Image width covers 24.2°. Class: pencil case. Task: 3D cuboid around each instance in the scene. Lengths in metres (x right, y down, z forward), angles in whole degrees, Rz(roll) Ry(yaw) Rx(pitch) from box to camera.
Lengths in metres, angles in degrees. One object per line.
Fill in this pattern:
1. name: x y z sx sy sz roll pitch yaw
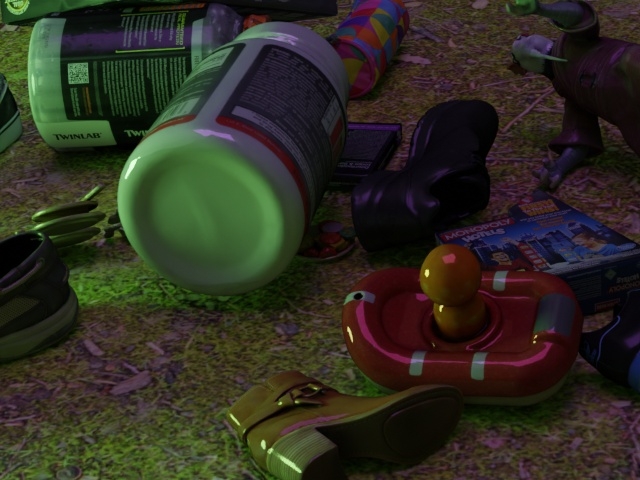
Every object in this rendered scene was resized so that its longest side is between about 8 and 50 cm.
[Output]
1. pencil case: 0.060 -0.293 2.204 0.104 0.104 0.236 4 28 18

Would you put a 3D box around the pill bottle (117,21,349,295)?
1. pill bottle: -0.083 -0.110 1.735 0.210 0.210 0.363 2 30 14

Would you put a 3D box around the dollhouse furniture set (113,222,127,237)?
1. dollhouse furniture set: -0.189 -0.050 1.808 0.091 0.081 0.114 20 37 39

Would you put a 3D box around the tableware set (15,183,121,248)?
1. tableware set: -0.295 -0.024 1.717 0.128 0.039 0.194 -13 -6 -14

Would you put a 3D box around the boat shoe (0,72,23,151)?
1. boat shoe: -0.493 -0.140 2.008 0.113 0.105 0.306 5 30 20

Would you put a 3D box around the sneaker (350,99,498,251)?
1. sneaker: 0.155 -0.076 1.755 0.130 0.109 0.286 0 35 37

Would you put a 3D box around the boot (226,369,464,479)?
1. boot: 0.020 0.158 1.395 0.197 0.073 0.152 -17 26 -26

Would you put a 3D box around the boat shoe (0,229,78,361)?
1. boat shoe: -0.423 0.083 1.550 0.355 0.130 0.132 -26 34 -34

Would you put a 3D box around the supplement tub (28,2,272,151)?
1. supplement tub: -0.220 -0.221 2.017 0.316 0.194 0.193 -2 28 7

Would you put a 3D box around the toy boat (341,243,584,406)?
1. toy boat: 0.130 0.065 1.432 0.231 0.151 0.151 0 43 20

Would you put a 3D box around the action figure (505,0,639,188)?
1. action figure: 0.373 -0.206 1.823 0.275 0.248 0.370 -20 34 -27

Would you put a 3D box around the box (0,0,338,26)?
1. box: -0.217 -0.366 2.182 0.318 0.097 0.395 -4 0 40

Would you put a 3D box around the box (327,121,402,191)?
1. box: 0.031 -0.111 1.939 0.116 0.029 0.162 4 28 19

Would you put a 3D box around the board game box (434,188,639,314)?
1. board game box: 0.233 0.016 1.631 0.194 0.060 0.194 -12 27 -11

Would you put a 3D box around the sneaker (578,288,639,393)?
1. sneaker: 0.355 0.070 1.483 0.232 0.081 0.090 -28 43 -34

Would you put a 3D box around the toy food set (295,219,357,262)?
1. toy food set: 0.000 0.000 1.745 0.083 0.020 0.082 19 37 39
